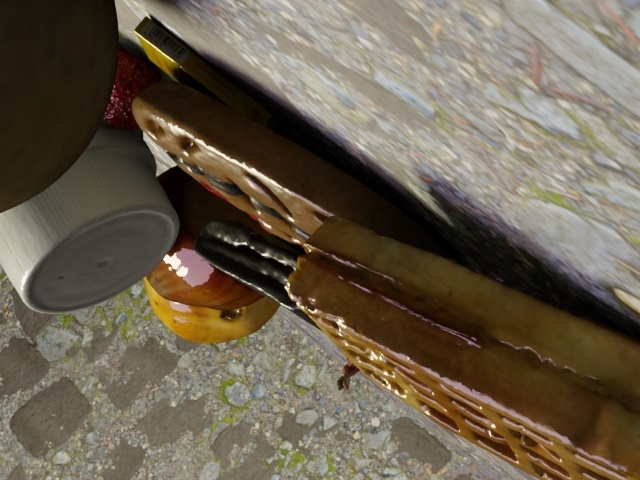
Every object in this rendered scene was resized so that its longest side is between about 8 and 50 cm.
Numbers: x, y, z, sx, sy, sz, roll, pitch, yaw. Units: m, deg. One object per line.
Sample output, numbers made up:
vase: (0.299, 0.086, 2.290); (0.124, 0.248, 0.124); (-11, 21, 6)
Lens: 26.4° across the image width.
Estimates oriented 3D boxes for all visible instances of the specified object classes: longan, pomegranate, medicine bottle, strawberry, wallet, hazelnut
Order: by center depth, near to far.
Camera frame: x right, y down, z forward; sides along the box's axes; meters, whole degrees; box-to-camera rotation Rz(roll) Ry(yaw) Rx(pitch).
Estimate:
longan: (-0.337, -0.182, 1.105); (0.361, 0.361, 0.361); (39, 173, 5)
wallet: (0.069, 0.100, 1.471); (0.406, 0.062, 0.228); (31, 179, -36)
strawberry: (-0.214, -0.169, 1.496); (0.083, 0.083, 0.096); (37, 170, 21)
medicine bottle: (-0.322, -0.092, 1.596); (0.306, 0.245, 0.245); (56, 180, 23)
hazelnut: (-0.132, 0.005, 1.698); (0.210, 0.210, 0.186); (43, 177, -24)
pomegranate: (-0.155, 0.045, 1.991); (0.233, 0.233, 0.233); (39, 173, 5)

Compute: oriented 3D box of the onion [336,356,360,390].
onion: (0.066, 0.150, 1.792); (0.150, 0.140, 0.150); (29, 156, 15)

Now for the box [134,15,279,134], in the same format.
box: (-0.105, -0.146, 1.286); (0.155, 0.023, 0.087); (39, 171, 9)

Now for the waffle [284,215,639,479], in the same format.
waffle: (0.143, 0.106, 1.070); (0.327, 0.098, 0.224); (24, 164, 28)

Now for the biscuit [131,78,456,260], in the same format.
biscuit: (-0.018, -0.027, 1.306); (0.367, 0.063, 0.314); (30, 170, 28)
